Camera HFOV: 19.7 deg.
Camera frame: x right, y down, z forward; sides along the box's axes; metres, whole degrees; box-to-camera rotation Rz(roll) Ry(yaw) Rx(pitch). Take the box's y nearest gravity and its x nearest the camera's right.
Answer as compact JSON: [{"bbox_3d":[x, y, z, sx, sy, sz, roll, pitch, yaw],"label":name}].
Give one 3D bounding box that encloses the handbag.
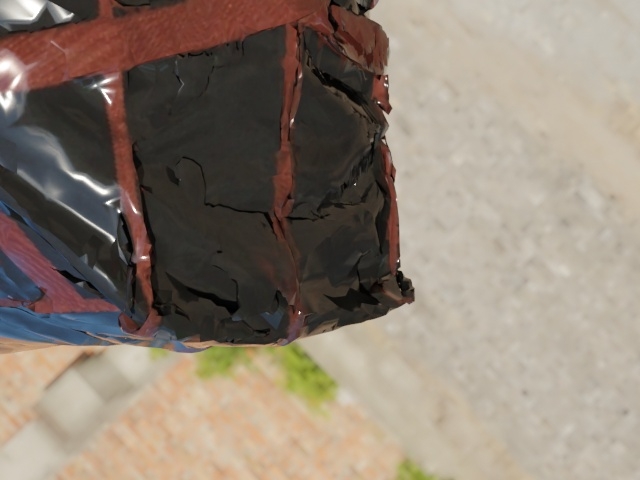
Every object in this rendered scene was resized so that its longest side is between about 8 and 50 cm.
[{"bbox_3d":[-0.062,-0.075,0.455,0.169,0.155,0.215,2,96,46],"label":"handbag"}]
